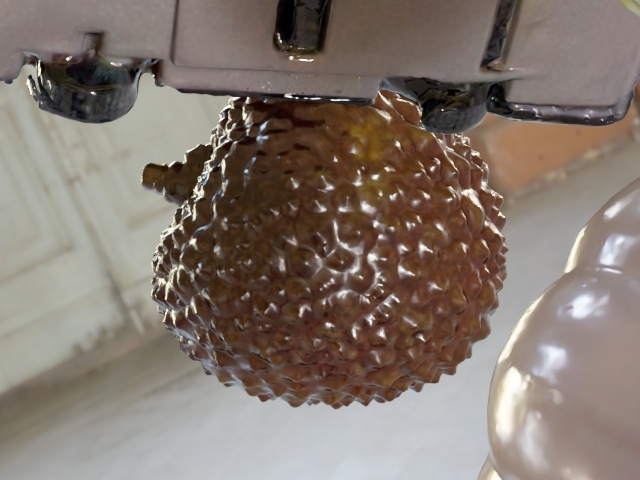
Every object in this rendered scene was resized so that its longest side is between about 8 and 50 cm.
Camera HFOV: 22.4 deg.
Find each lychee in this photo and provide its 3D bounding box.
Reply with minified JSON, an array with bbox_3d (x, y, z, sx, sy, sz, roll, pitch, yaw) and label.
[{"bbox_3d":[0.000,0.000,1.283,0.304,0.276,0.276,21,22,0],"label":"lychee"}]

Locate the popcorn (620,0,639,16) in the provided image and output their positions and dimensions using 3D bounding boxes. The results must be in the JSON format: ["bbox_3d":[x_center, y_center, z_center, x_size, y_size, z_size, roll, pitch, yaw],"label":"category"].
[{"bbox_3d":[0.109,-0.123,0.328,0.142,0.174,0.173,25,41,25],"label":"popcorn"}]

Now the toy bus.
[{"bbox_3d":[-0.018,-0.126,0.685,0.316,0.112,0.138,5,43,-11],"label":"toy bus"}]

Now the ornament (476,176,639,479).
[{"bbox_3d":[0.119,0.059,0.399,0.177,0.177,0.177,-22,16,7],"label":"ornament"}]
